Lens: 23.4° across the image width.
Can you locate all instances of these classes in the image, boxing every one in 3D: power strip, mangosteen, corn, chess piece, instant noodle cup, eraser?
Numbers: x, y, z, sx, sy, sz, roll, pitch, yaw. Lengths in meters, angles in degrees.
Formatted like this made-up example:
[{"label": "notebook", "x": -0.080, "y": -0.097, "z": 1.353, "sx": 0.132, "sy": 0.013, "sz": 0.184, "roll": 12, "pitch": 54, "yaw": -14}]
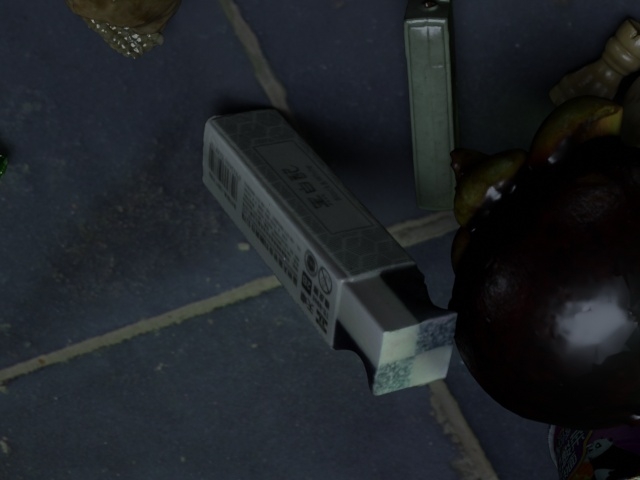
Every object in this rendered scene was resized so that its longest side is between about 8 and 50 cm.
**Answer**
[{"label": "power strip", "x": 0.127, "y": -0.150, "z": 1.718, "sx": 0.052, "sy": 0.078, "sz": 0.272, "roll": 1, "pitch": 123, "yaw": 10}, {"label": "mangosteen", "x": 0.261, "y": 0.022, "z": 1.563, "sx": 0.307, "sy": 0.307, "sz": 0.347, "roll": -45, "pitch": 67, "yaw": 29}, {"label": "corn", "x": -0.254, "y": -0.292, "z": 1.686, "sx": 0.087, "sy": 0.087, "sz": 0.211, "roll": -24, "pitch": 123, "yaw": 22}, {"label": "chess piece", "x": 0.313, "y": -0.182, "z": 1.683, "sx": 0.066, "sy": 0.066, "sz": 0.122, "roll": 36, "pitch": 115, "yaw": -15}, {"label": "instant noodle cup", "x": 0.406, "y": 0.303, "z": 1.903, "sx": 0.251, "sy": 0.190, "sz": 0.251, "roll": 4, "pitch": 123, "yaw": 6}, {"label": "eraser", "x": 0.000, "y": 0.000, "z": 1.656, "sx": 0.096, "sy": 0.404, "sz": 0.098, "roll": -14, "pitch": 131, "yaw": -26}]

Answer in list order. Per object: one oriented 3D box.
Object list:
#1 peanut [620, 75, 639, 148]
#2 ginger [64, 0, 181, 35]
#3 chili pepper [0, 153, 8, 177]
[{"label": "peanut", "x": 0.419, "y": -0.185, "z": 1.615, "sx": 0.149, "sy": 0.149, "sz": 0.313, "roll": 20, "pitch": 122, "yaw": -5}, {"label": "ginger", "x": -0.150, "y": -0.330, "z": 1.590, "sx": 0.221, "sy": 0.130, "sz": 0.276, "roll": 1, "pitch": 125, "yaw": -31}, {"label": "chili pepper", "x": -0.471, "y": -0.132, "z": 1.831, "sx": 0.216, "sy": 0.062, "sz": 0.108, "roll": 22, "pitch": 123, "yaw": -9}]
